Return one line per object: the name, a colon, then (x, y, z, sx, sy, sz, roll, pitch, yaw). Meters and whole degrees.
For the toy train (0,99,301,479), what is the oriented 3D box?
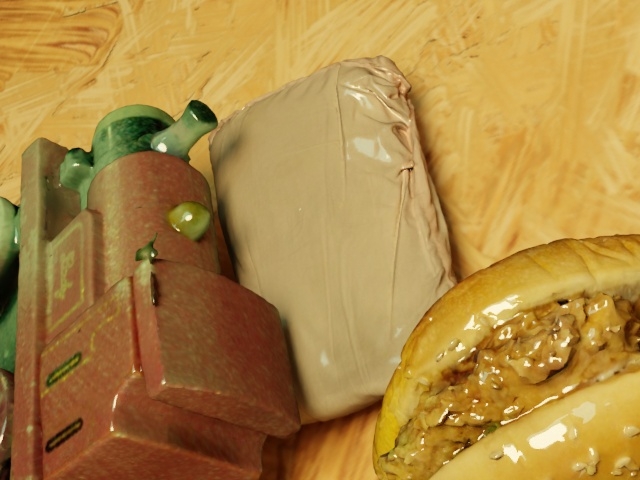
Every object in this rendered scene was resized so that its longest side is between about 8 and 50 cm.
toy train: (-0.133, 0.044, 0.632, 0.221, 0.150, 0.304, -38, 45, 28)

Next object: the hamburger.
hamburger: (0.113, 0.084, 0.433, 0.181, 0.191, 0.118, -28, 48, -7)

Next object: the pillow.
pillow: (0.000, 0.000, 0.645, 0.173, 0.067, 0.270, -27, 52, 25)
